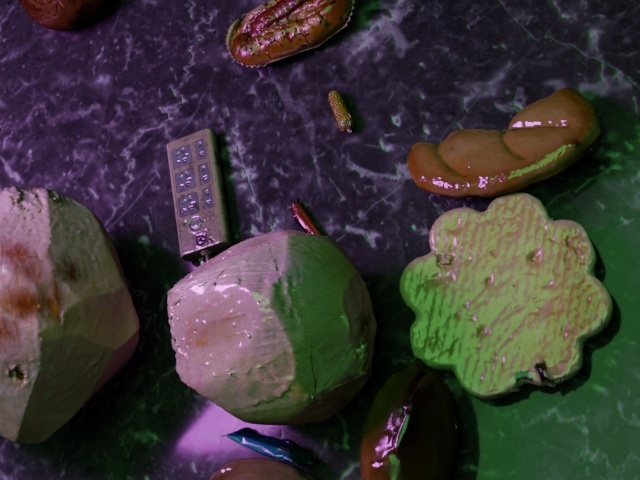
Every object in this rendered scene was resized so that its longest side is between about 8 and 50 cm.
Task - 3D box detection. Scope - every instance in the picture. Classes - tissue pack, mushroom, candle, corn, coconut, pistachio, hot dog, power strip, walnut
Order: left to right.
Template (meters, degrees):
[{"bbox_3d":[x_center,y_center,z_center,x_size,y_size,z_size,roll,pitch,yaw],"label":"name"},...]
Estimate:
[{"bbox_3d":[-0.485,0.130,1.790,0.415,0.344,0.415,-9,66,22],"label":"coconut"},{"bbox_3d":[-0.475,-0.521,2.120,0.253,0.153,0.253,-13,65,31],"label":"mushroom"},{"bbox_3d":[-0.203,-0.063,1.902,0.092,0.034,0.268,-18,66,18],"label":"power strip"},{"bbox_3d":[-0.095,0.381,1.667,0.185,0.108,0.126,-16,94,11],"label":"pistachio"},{"bbox_3d":[-0.073,0.307,1.692,0.138,0.085,0.028,14,90,27],"label":"tissue pack"},{"bbox_3d":[-0.049,0.124,1.630,0.254,0.297,0.297,-20,65,30],"label":"coconut"},{"bbox_3d":[-0.047,-0.375,1.917,0.252,0.069,0.131,-27,65,15],"label":"hot dog"},{"bbox_3d":[-0.001,0.001,1.798,0.026,0.021,0.167,-31,60,-11],"label":"candle"},{"bbox_3d":[0.034,-0.210,1.848,0.027,0.028,0.083,-19,64,-5],"label":"corn"},{"bbox_3d":[0.123,0.285,1.585,0.137,0.137,0.245,1,78,25],"label":"walnut"}]

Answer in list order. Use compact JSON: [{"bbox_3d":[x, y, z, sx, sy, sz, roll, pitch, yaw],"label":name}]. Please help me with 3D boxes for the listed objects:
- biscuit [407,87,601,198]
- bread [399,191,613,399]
[{"bbox_3d":[0.272,-0.133,1.685,0.299,0.045,0.154,-20,45,18],"label":"biscuit"},{"bbox_3d":[0.264,0.082,1.632,0.316,0.054,0.316,-7,71,22],"label":"bread"}]
